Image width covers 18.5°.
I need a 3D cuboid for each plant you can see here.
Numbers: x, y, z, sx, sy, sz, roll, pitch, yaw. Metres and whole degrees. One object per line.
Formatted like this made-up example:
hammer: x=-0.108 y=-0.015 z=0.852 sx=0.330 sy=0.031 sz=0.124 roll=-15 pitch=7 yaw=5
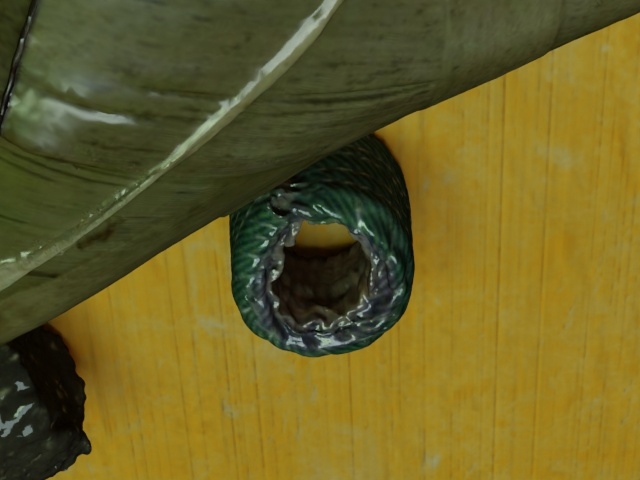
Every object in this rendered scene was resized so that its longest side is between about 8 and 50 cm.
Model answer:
plant: x=-0.261 y=0.129 z=1.311 sx=0.203 sy=0.142 sz=0.131 roll=-17 pitch=147 yaw=7

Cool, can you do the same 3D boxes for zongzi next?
zongzi: x=-0.027 y=-0.052 z=1.104 sx=0.467 sy=0.218 sz=0.500 roll=18 pitch=129 yaw=-18

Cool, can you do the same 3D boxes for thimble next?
thimble: x=0.002 y=0.002 z=1.243 sx=0.118 sy=0.090 sz=0.135 roll=0 pitch=130 yaw=-6
